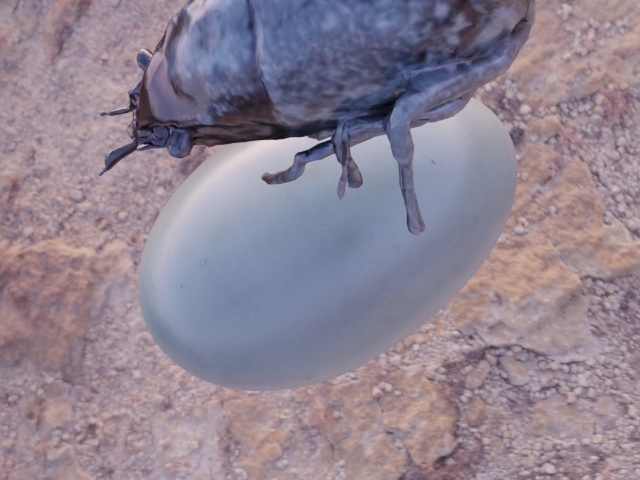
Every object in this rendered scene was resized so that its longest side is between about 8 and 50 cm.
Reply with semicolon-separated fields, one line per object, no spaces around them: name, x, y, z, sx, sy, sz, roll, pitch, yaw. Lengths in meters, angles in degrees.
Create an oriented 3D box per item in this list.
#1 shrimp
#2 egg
shrimp;0.048;-0.122;0.357;0.411;0.166;0.221;-24;78;45
egg;0.000;0.000;0.698;0.371;0.230;0.229;-29;63;24
